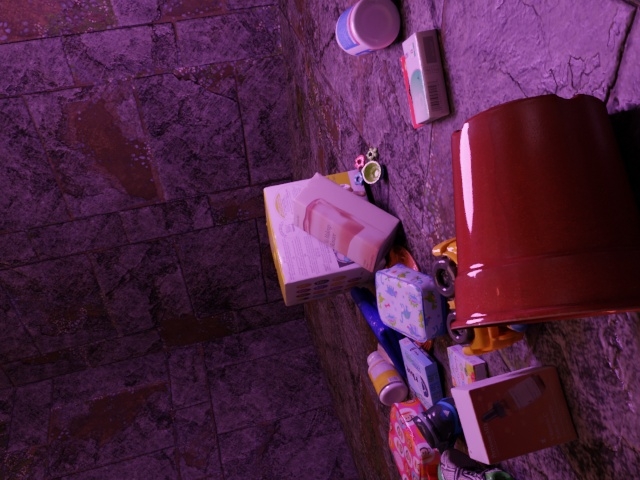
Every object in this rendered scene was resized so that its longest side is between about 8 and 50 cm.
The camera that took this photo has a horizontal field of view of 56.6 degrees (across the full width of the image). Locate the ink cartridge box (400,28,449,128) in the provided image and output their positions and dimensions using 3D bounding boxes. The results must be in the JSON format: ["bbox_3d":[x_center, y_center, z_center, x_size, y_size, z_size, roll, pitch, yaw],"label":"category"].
[{"bbox_3d":[0.212,-0.350,1.338,0.224,0.056,0.181,-171,70,-77],"label":"ink cartridge box"}]

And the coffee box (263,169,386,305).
[{"bbox_3d":[0.000,0.000,2.039,0.337,0.334,0.338,98,159,-71],"label":"coffee box"}]

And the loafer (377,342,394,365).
[{"bbox_3d":[0.236,0.400,2.052,0.125,0.045,0.039,46,131,52],"label":"loafer"}]

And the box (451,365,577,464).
[{"bbox_3d":[0.341,0.307,1.059,0.091,0.170,0.130,122,135,-75],"label":"box"}]

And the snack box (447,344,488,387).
[{"bbox_3d":[0.349,0.315,1.403,0.141,0.037,0.100,-148,48,-76],"label":"snack box"}]

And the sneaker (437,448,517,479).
[{"bbox_3d":[0.381,0.555,1.327,0.343,0.134,0.146,-155,60,-66],"label":"sneaker"}]

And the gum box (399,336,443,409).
[{"bbox_3d":[0.292,0.391,1.704,0.157,0.041,0.184,-136,28,-63],"label":"gum box"}]

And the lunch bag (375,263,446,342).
[{"bbox_3d":[0.237,0.167,1.582,0.219,0.090,0.176,18,119,59],"label":"lunch bag"}]

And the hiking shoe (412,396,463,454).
[{"bbox_3d":[0.330,0.466,1.510,0.113,0.132,0.304,57,-175,22],"label":"hiking shoe"}]

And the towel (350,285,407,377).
[{"bbox_3d":[0.211,0.290,1.960,0.228,0.076,0.308,58,179,-26],"label":"towel"}]

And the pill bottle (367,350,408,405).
[{"bbox_3d":[0.227,0.473,2.068,0.184,0.103,0.103,-115,17,-53],"label":"pill bottle"}]

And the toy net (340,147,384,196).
[{"bbox_3d":[0.101,-0.182,1.825,0.232,0.045,0.122,-38,65,34],"label":"toy net"}]

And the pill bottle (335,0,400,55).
[{"bbox_3d":[0.108,-0.530,1.489,0.221,0.124,0.124,-140,39,-72],"label":"pill bottle"}]

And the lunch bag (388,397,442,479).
[{"bbox_3d":[0.304,0.656,1.815,0.258,0.120,0.293,-116,18,-51],"label":"lunch bag"}]

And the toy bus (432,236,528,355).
[{"bbox_3d":[0.325,0.087,1.045,0.211,0.149,0.220,-18,86,64],"label":"toy bus"}]

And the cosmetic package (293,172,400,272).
[{"bbox_3d":[0.073,-0.053,1.782,0.296,0.129,0.153,31,153,16],"label":"cosmetic package"}]

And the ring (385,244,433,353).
[{"bbox_3d":[0.256,0.180,1.771,0.336,0.032,0.337,169,90,-80],"label":"ring"}]

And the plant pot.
[{"bbox_3d":[0.287,-0.029,0.776,0.272,0.272,0.265,123,141,-76],"label":"plant pot"}]
